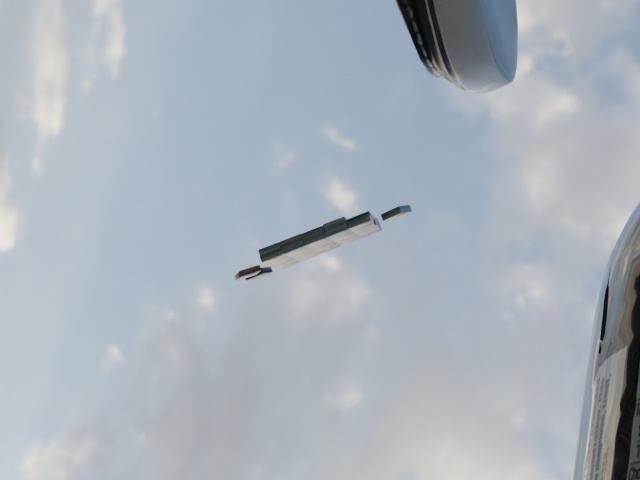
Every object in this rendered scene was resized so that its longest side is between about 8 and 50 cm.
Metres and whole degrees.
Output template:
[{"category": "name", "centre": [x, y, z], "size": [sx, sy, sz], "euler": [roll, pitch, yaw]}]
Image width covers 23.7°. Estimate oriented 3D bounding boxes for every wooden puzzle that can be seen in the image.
[{"category": "wooden puzzle", "centre": [0.000, 0.000, 0.661], "size": [0.083, 0.049, 0.006], "euler": [-21, -97, 6]}]

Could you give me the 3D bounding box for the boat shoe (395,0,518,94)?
[{"category": "boat shoe", "centre": [0.007, -0.124, 0.511], "size": [0.083, 0.065, 0.183], "euler": [-19, -107, 17]}]

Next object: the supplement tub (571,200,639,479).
[{"category": "supplement tub", "centre": [0.149, 0.106, 0.315], "size": [0.207, 0.207, 0.338], "euler": [-20, -130, 53]}]
